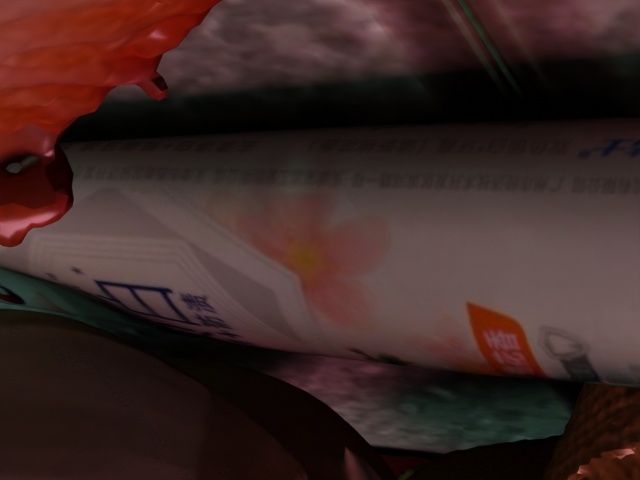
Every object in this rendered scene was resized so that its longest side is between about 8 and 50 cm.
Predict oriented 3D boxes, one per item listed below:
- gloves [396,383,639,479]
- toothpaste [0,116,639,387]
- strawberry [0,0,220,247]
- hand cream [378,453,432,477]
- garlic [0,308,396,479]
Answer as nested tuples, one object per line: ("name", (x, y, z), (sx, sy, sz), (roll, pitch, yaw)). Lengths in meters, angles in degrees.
("gloves", (0.141, 0.099, 0.578), (0.203, 0.155, 0.356), (12, 153, -25))
("toothpaste", (0.000, 0.000, 0.501), (0.323, 0.066, 0.100), (2, 163, 28))
("strawberry", (-0.085, -0.071, 0.307), (0.286, 0.106, 0.188), (-30, 163, 34))
("hand cream", (0.017, 0.187, 0.822), (0.230, 0.149, 0.230), (7, 157, 3))
("garlic", (-0.075, 0.108, 0.592), (0.191, 0.160, 0.214), (13, 169, 7))
